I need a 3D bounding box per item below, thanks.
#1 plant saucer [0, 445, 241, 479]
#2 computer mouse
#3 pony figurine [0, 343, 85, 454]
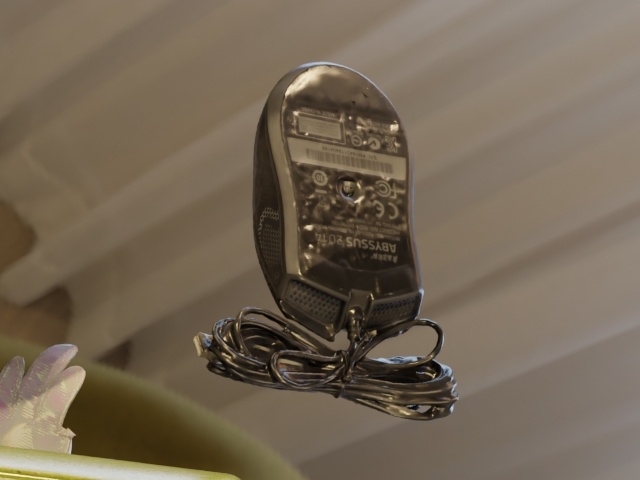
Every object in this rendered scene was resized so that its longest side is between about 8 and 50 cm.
[{"bbox_3d":[-0.124,0.176,0.824,0.188,0.045,0.188,9,60,-12],"label":"plant saucer"},{"bbox_3d":[0.000,0.000,1.291,0.188,0.072,0.272,13,59,-22],"label":"computer mouse"},{"bbox_3d":[-0.342,0.225,1.429,0.363,0.303,0.351,5,99,-25],"label":"pony figurine"}]
